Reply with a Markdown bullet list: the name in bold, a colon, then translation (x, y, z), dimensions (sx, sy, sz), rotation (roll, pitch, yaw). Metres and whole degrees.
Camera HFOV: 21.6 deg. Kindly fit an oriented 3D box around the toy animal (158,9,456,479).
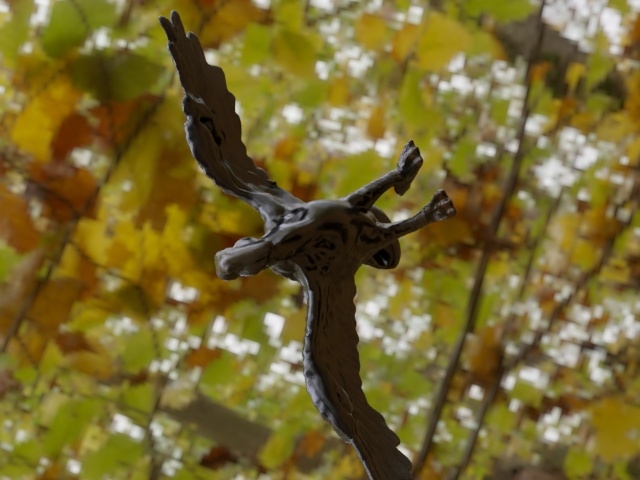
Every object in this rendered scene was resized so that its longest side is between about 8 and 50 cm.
- **toy animal**: translation (0.000, 0.000, 0.678), dimensions (0.108, 0.220, 0.062), rotation (-23, -10, -35)
